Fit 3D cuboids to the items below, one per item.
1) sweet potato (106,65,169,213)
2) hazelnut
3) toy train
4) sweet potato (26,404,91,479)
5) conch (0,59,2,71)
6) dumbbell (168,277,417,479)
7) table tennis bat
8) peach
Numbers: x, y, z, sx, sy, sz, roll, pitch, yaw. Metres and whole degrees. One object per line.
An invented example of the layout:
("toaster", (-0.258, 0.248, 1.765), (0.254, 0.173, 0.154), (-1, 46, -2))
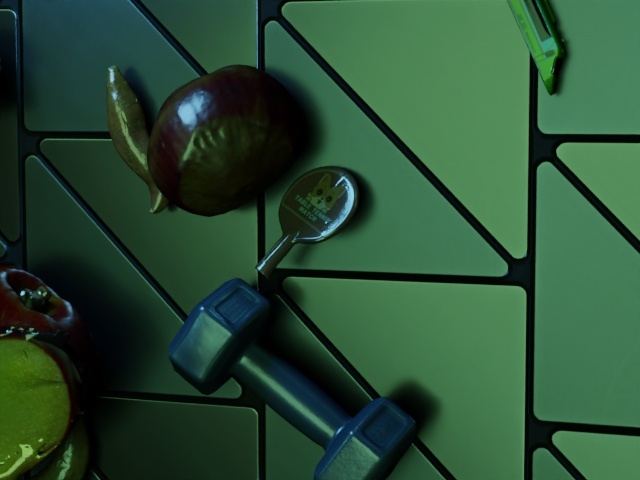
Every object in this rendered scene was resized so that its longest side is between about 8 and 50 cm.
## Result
("sweet potato", (-0.244, -0.133, 1.821), (0.055, 0.058, 0.202), (-25, 91, -24))
("hazelnut", (-0.118, -0.127, 1.737), (0.202, 0.160, 0.170), (-27, 100, -18))
("toy train", (0.251, -0.276, 1.644), (0.042, 0.044, 0.209), (-24, 87, 18))
("sweet potato", (-0.371, 0.328, 1.900), (0.081, 0.062, 0.233), (35, 102, 14))
("conch", (-0.514, -0.232, 1.861), (0.155, 0.130, 0.207), (-46, 65, 3))
("dumbbell", (-0.036, 0.193, 1.731), (0.316, 0.156, 0.143), (39, 76, 11))
("table tennis bat", (0.000, 0.000, 1.773), (0.170, 0.119, 0.107), (-49, 51, -6))
("peach", (-0.448, 0.181, 1.845), (0.258, 0.201, 0.361), (24, 119, -15))
